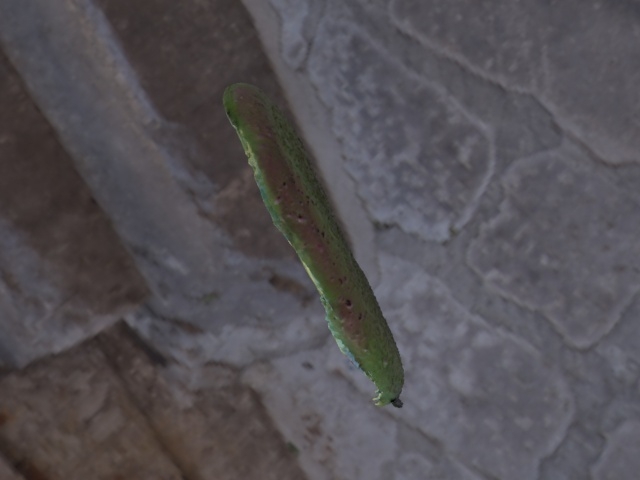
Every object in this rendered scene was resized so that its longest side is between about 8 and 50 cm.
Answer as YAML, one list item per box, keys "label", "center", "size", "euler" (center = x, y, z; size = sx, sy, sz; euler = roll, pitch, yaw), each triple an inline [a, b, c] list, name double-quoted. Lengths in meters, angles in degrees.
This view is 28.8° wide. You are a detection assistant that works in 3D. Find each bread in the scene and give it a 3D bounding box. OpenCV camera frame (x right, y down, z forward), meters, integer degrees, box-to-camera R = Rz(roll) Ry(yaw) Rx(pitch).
- label: "bread"
  center: [0.002, 0.004, 1.036]
  size: [0.301, 0.045, 0.301]
  euler: [62, -176, -8]
